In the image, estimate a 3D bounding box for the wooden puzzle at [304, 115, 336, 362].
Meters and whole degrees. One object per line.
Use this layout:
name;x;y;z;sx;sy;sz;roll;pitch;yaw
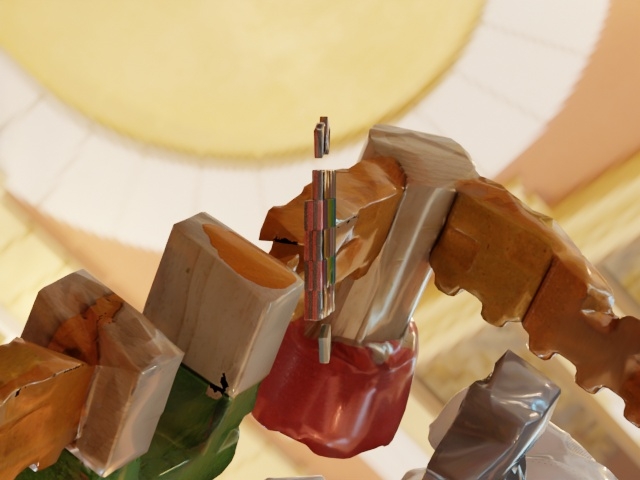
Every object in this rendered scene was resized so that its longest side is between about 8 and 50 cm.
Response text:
wooden puzzle;0.000;0.000;0.656;0.006;0.083;0.049;1;-178;6

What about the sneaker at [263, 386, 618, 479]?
sneaker;0.025;0.177;1.045;0.210;0.365;0.137;-86;-171;-63

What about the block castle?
block castle;-0.002;0.157;0.755;0.453;0.303;0.213;-29;148;-52
